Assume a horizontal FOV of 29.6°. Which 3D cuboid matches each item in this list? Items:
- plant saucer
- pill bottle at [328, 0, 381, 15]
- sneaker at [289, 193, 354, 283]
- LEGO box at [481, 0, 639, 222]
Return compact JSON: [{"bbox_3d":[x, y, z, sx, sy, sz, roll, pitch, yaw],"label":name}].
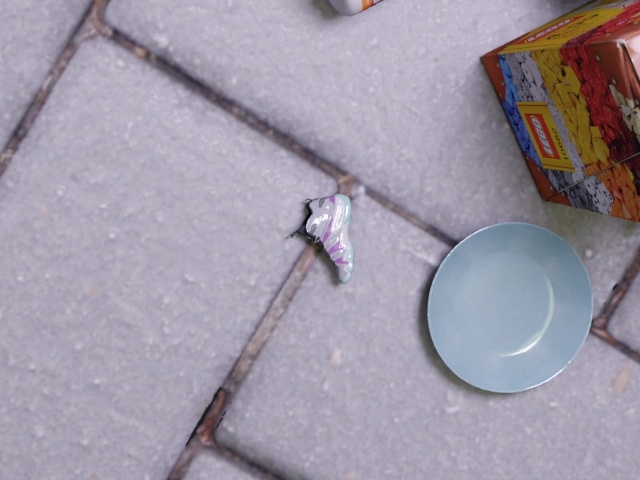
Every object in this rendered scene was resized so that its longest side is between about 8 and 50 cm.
[{"bbox_3d":[0.210,0.074,1.369,0.195,0.037,0.195,-1,96,-10],"label":"plant saucer"},{"bbox_3d":[0.095,-0.333,1.254,0.221,0.121,0.121,-29,101,-7],"label":"pill bottle"},{"bbox_3d":[0.000,0.000,1.324,0.069,0.038,0.098,-4,88,-8],"label":"sneaker"},{"bbox_3d":[0.469,-0.211,1.211,0.500,0.372,0.193,-26,101,-7],"label":"LEGO box"}]
